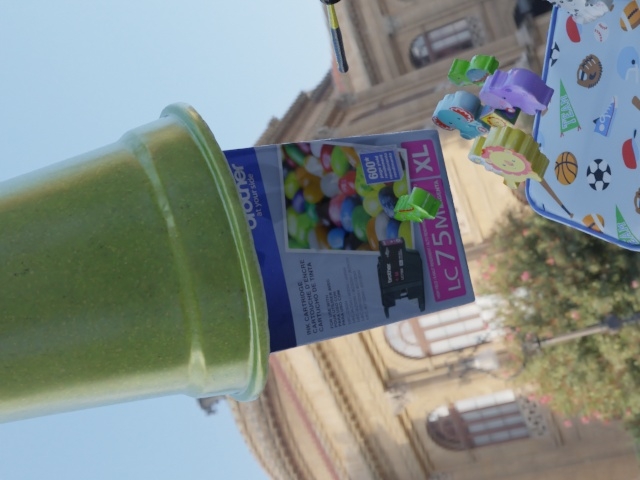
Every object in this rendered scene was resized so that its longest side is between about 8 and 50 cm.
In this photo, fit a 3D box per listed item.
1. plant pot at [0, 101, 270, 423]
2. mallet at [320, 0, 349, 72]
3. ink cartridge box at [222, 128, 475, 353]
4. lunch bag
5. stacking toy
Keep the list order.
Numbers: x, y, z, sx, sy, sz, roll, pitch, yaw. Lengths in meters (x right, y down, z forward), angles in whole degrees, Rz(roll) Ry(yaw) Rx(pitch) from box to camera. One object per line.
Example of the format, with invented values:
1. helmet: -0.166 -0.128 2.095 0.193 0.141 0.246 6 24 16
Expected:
1. plant pot: -0.212 0.041 0.753 0.276 0.254 0.276 165 90 -69
2. mallet: 0.013 -0.282 1.100 0.189 0.039 0.062 73 176 -68
3. ink cartridge box: 0.000 0.000 0.828 0.311 0.065 0.185 -10 -94 -32
4. lunch bag: 0.347 -0.152 0.993 0.115 0.243 0.303 -4 -69 -30
5. stacking toy: 0.132 -0.110 0.712 0.052 0.221 0.167 30 -107 -14
